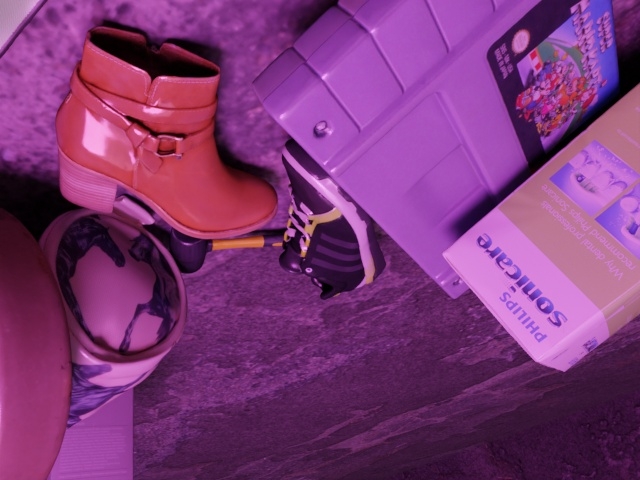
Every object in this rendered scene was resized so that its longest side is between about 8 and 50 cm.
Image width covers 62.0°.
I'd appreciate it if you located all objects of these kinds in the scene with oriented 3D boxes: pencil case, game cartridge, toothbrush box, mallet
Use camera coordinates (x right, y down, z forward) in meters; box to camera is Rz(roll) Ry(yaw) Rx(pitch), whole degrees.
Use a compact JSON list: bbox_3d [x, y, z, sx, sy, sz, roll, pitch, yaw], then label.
[{"bbox_3d":[-0.315,0.122,0.566,0.410,0.183,0.160,-33,147,26],"label":"pencil case"},{"bbox_3d":[0.135,-0.087,0.438,0.230,0.068,0.355,-38,142,11],"label":"game cartridge"},{"bbox_3d":[0.277,-0.018,0.473,0.283,0.122,0.206,-45,150,12],"label":"toothbrush box"},{"bbox_3d":[-0.074,0.007,0.599,0.190,0.039,0.062,0,145,-26],"label":"mallet"}]

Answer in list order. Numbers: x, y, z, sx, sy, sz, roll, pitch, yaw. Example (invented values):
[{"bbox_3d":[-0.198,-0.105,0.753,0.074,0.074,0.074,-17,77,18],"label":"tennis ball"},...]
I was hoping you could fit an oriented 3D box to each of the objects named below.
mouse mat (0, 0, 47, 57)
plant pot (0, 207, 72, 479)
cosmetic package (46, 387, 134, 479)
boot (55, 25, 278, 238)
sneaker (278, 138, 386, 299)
[{"bbox_3d":[-0.187,-0.186,0.254,0.190,0.007,0.153,-39,141,18],"label":"mouse mat"},{"bbox_3d":[-0.345,0.096,0.357,0.263,0.263,0.229,-30,165,26],"label":"plant pot"},{"bbox_3d":[-0.310,0.248,0.707,0.107,0.237,0.127,11,144,-28],"label":"cosmetic package"},{"bbox_3d":[-0.102,-0.076,0.425,0.197,0.072,0.152,5,140,-30],"label":"boot"},{"bbox_3d":[0.000,0.000,0.535,0.097,0.084,0.234,-33,142,-2],"label":"sneaker"}]
